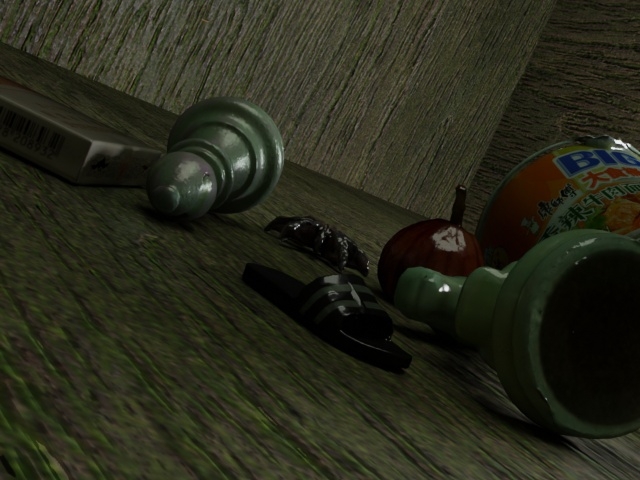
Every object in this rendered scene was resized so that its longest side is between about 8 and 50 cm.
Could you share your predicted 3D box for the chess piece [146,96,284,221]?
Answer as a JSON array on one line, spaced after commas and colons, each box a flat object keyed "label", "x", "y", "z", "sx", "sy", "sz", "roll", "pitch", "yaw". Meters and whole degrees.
[{"label": "chess piece", "x": -0.128, "y": -0.071, "z": 1.016, "sx": 0.139, "sy": 0.139, "sz": 0.271, "roll": 25, "pitch": 18, "yaw": 2}]

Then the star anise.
[{"label": "star anise", "x": 0.000, "y": -0.001, "z": 1.171, "sx": 0.141, "sy": 0.042, "sz": 0.141, "roll": 26, "pitch": 5, "yaw": -3}]

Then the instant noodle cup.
[{"label": "instant noodle cup", "x": 0.349, "y": 0.047, "z": 1.133, "sx": 0.296, "sy": 0.296, "sz": 0.214, "roll": 22, "pitch": 17, "yaw": -25}]

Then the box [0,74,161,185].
[{"label": "box", "x": -0.366, "y": -0.155, "z": 1.009, "sx": 0.365, "sy": 0.051, "sz": 0.204, "roll": 25, "pitch": 7, "yaw": 7}]

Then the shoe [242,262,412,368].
[{"label": "shoe", "x": 0.006, "y": 0.045, "z": 0.775, "sx": 0.179, "sy": 0.049, "sz": 0.071, "roll": 30, "pitch": 9, "yaw": 41}]

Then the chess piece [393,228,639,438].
[{"label": "chess piece", "x": 0.179, "y": 0.073, "z": 0.873, "sx": 0.176, "sy": 0.176, "sz": 0.298, "roll": 22, "pitch": -7, "yaw": -18}]

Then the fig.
[{"label": "fig", "x": 0.124, "y": 0.022, "z": 1.091, "sx": 0.128, "sy": 0.150, "sz": 0.128, "roll": -14, "pitch": 2, "yaw": 0}]
